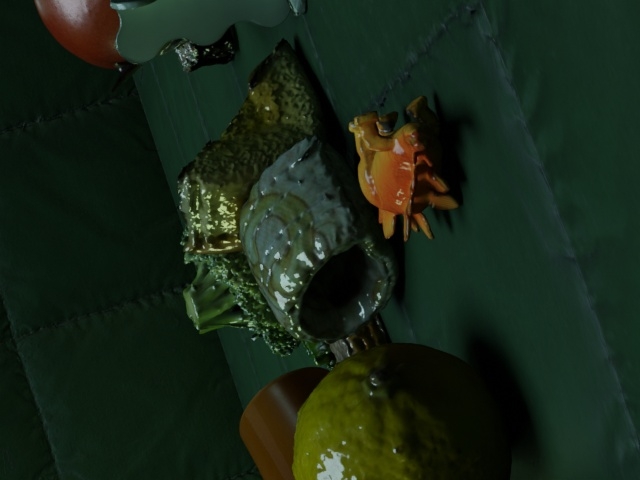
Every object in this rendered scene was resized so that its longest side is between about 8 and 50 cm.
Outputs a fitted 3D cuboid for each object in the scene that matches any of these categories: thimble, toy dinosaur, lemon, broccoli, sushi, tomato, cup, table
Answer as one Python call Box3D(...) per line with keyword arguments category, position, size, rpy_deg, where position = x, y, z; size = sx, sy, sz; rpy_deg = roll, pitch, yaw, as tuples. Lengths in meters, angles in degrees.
Box3D(category="thimble", position=(0.000, 0.000, 1.323), size=(0.190, 0.137, 0.143), rpy_deg=(109, 146, -43))
Box3D(category="toy dinosaur", position=(0.067, -0.053, 1.089), size=(0.288, 0.070, 0.117), rpy_deg=(153, 99, -84))
Box3D(category="lemon", position=(0.071, 0.189, 1.119), size=(0.192, 0.192, 0.231), rpy_deg=(-122, 13, -50))
Box3D(category="broccoli", position=(-0.114, 0.061, 1.875), size=(0.198, 0.176, 0.226), rpy_deg=(115, 151, -80))
Box3D(category="sushi", position=(-0.171, -0.290, 1.828), size=(0.150, 0.078, 0.091), rpy_deg=(-171, 64, -79))
Box3D(category="tomato", position=(-0.221, -0.326, 1.539), size=(0.224, 0.256, 0.256), rpy_deg=(46, 168, -1))
Box3D(category="cup", position=(0.033, 0.256, 1.408), size=(0.264, 0.182, 0.226), rpy_deg=(52, 128, 35))
Box3D(category="table", position=(-0.136, -0.285, 1.351), size=(0.166, 0.198, 0.167), rpy_deg=(162, 90, -78))

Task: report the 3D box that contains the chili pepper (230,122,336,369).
Box3D(category="chili pepper", position=(-0.039, 0.000, 1.650), size=(0.076, 0.084, 0.359), rpy_deg=(-47, 57, 45))

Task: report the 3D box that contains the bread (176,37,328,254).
Box3D(category="bread", position=(-0.045, -0.087, 1.423), size=(0.133, 0.252, 0.174), rpy_deg=(19, 143, 17))

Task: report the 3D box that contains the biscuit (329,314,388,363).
Box3D(category="biscuit", position=(-0.002, 0.011, 1.545), size=(0.094, 0.054, 0.379), rpy_deg=(96, 153, -64))
